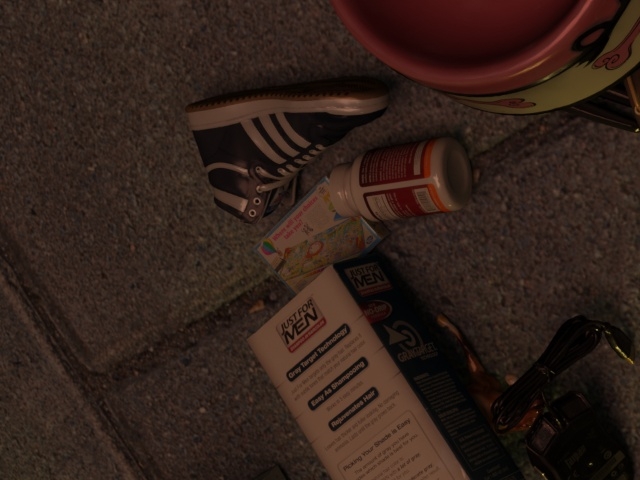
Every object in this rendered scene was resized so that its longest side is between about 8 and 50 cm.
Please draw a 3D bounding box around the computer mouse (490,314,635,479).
[{"bbox_3d":[0.298,0.194,1.787,0.262,0.184,0.060,47,172,-37],"label":"computer mouse"}]

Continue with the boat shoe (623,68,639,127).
[{"bbox_3d":[0.389,-0.068,1.616,0.096,0.116,0.324,-11,101,37],"label":"boat shoe"}]

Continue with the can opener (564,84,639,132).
[{"bbox_3d":[0.264,-0.161,1.679,0.186,0.073,0.059,27,114,7],"label":"can opener"}]

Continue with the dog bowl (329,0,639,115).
[{"bbox_3d":[0.167,-0.324,1.558,0.408,0.150,0.408,5,100,31],"label":"dog bowl"}]

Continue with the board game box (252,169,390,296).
[{"bbox_3d":[0.000,0.000,1.913,0.103,0.026,0.154,49,125,3],"label":"board game box"}]

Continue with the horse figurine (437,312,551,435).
[{"bbox_3d":[0.153,0.217,1.897,0.174,0.066,0.263,42,122,15],"label":"horse figurine"}]

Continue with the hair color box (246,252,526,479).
[{"bbox_3d":[0.079,0.206,1.843,0.174,0.105,0.347,-42,73,33],"label":"hair color box"}]

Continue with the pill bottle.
[{"bbox_3d":[0.090,-0.067,1.798,0.152,0.086,0.086,-7,107,31],"label":"pill bottle"}]

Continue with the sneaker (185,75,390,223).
[{"bbox_3d":[-0.028,-0.103,1.838,0.282,0.099,0.153,-3,104,37],"label":"sneaker"}]

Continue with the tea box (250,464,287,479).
[{"bbox_3d":[-0.112,0.536,2.086,0.323,0.220,0.329,-36,90,34],"label":"tea box"}]
